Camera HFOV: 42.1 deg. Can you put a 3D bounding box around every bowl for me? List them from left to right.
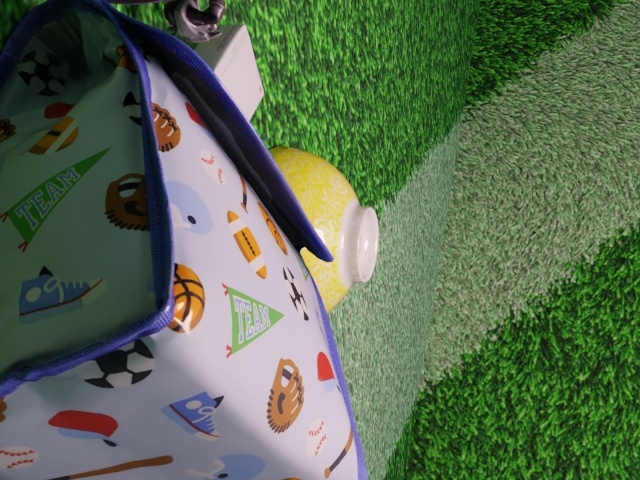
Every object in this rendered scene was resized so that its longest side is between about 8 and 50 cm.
[{"bbox_3d":[0.000,0.000,1.271,0.289,0.156,0.289,4,90,-71],"label":"bowl"}]

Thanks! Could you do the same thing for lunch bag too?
[{"bbox_3d":[-0.131,0.014,0.694,0.328,0.239,0.385,56,15,-47],"label":"lunch bag"}]

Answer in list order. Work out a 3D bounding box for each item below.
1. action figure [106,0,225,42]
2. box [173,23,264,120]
[{"bbox_3d":[-0.151,-0.278,0.800,0.285,0.099,0.185,-75,146,-70],"label":"action figure"},{"bbox_3d":[-0.128,-0.178,0.949,0.102,0.087,0.101,77,25,-43],"label":"box"}]
